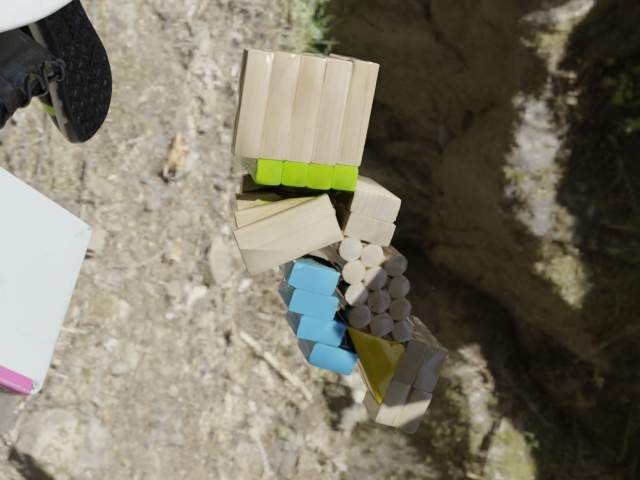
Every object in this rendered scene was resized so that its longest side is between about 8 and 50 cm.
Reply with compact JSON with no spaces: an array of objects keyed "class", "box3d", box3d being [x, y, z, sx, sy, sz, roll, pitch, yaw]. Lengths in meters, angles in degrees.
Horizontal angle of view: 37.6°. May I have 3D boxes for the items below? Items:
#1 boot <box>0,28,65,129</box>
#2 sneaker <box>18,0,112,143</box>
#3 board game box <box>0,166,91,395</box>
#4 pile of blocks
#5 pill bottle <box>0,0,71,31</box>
[{"class":"boot","box3d":[-0.287,-0.093,0.780,0.263,0.091,0.229,39,48,-6]},{"class":"sneaker","box3d":[-0.292,-0.212,0.969,0.084,0.097,0.234,-51,136,-49]},{"class":"board game box","box3d":[-0.301,-0.005,0.434,0.224,0.304,0.097,43,52,-50]},{"class":"pile of blocks","box3d":[0.000,0.000,0.817,0.149,0.112,0.362,-19,109,-9]},{"class":"pill bottle","box3d":[-0.274,-0.269,0.570,0.224,0.392,0.224,-20,127,-29]}]
